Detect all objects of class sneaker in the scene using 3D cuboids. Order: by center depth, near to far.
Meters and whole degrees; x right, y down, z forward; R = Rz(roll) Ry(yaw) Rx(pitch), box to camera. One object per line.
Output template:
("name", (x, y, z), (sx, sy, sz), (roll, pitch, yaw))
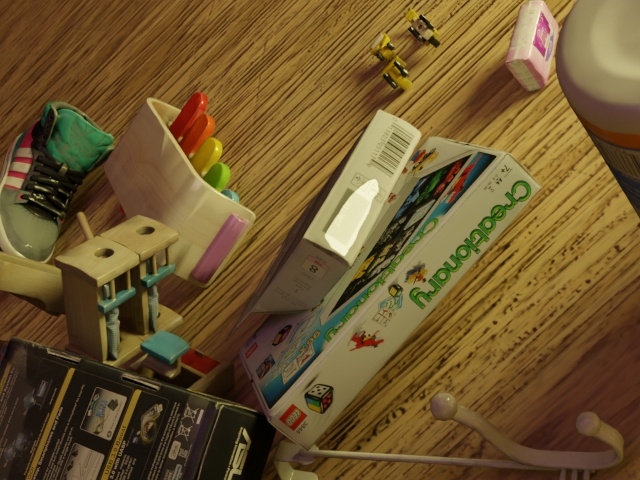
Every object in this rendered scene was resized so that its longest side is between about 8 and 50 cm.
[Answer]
("sneaker", (-0.389, -0.102, 1.330), (0.178, 0.123, 0.296), (-38, 40, 25))

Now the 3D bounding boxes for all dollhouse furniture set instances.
("dollhouse furniture set", (-0.170, 0.078, 0.967), (0.183, 0.129, 0.129), (22, 36, 28))
("dollhouse furniture set", (-0.370, 0.144, 1.049), (0.212, 0.161, 0.242), (16, 86, 45))

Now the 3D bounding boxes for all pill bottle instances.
("pill bottle", (0.281, -0.064, 0.612), (0.152, 0.272, 0.152), (-23, 47, 27))

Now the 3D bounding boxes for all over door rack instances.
("over door rack", (0.050, 0.242, 0.664), (0.324, 0.108, 0.240), (-13, 38, 33))

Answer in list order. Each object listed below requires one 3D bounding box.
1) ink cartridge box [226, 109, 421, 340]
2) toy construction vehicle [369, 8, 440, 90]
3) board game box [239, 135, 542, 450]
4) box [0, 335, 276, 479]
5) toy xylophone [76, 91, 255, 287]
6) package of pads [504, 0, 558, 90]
("ink cartridge box", (0.000, 0.000, 0.902), (0.189, 0.066, 0.232), (-61, 2, -37))
("toy construction vehicle", (0.104, -0.229, 1.073), (0.086, 0.035, 0.098), (-49, 37, 16))
("board game box", (0.051, 0.035, 0.843), (0.305, 0.053, 0.193), (-48, 17, 0))
("box", (-0.237, 0.310, 0.820), (0.318, 0.097, 0.395), (8, 75, 37))
("toy xylophone", (-0.213, -0.055, 1.162), (0.236, 0.081, 0.323), (-48, 41, 20))
("package of pads", (0.222, -0.204, 0.936), (0.032, 0.050, 0.083), (-3, 59, 39))
